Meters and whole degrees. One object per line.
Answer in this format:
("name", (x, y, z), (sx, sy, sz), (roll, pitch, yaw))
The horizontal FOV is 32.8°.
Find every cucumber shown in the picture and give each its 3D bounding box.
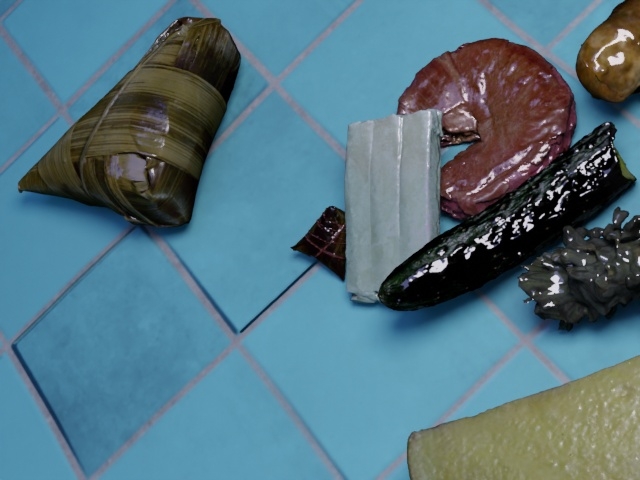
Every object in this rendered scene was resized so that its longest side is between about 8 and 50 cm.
("cucumber", (0.195, -0.011, 1.140), (0.303, 0.081, 0.072), (-35, 32, -1))

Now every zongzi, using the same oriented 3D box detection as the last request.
("zongzi", (-0.257, -0.162, 1.435), (0.288, 0.134, 0.285), (4, 64, 36))
("zongzi", (0.000, 0.000, 1.269), (0.074, 0.067, 0.083), (10, 90, 23))

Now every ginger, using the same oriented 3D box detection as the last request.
("ginger", (0.415, -0.234, 1.132), (0.309, 0.107, 0.133), (-19, 47, 14))

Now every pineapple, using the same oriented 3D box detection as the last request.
("pineapple", (0.361, 0.002, 1.012), (0.362, 0.202, 0.201), (-24, 59, 29))

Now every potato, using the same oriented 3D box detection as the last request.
("potato", (0.214, 0.219, 1.028), (0.255, 0.112, 0.269), (4, 69, 33))

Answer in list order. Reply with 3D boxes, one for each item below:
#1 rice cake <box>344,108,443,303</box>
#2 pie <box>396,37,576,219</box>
("rice cake", (0.082, -0.034, 1.209), (0.124, 0.038, 0.211), (-6, 86, 33))
("pie", (0.183, -0.133, 1.233), (0.204, 0.054, 0.218), (-43, 56, 5))
